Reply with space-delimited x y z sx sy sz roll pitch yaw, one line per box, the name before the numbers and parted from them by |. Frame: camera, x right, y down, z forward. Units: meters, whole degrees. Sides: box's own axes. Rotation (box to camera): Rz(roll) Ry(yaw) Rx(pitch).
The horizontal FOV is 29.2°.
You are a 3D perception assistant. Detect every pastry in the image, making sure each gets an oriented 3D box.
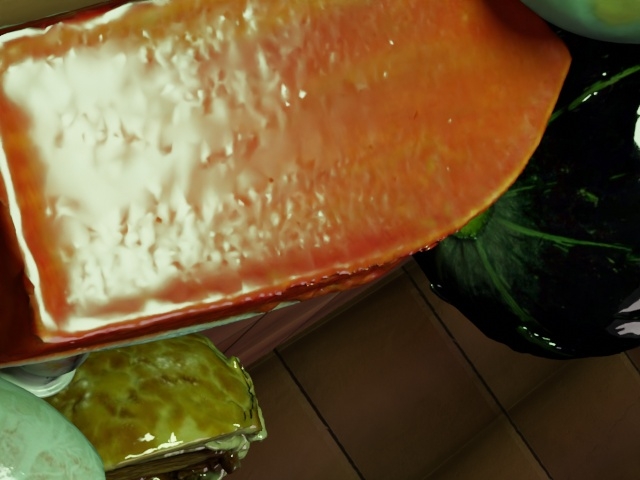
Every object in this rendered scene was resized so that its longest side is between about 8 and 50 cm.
pastry | -0.183 0.149 1.092 0.256 0.170 0.237 -4 159 -20

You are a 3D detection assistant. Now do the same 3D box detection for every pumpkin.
pumpkin | 0.213 -0.057 0.973 0.296 0.296 0.296 -34 174 -4

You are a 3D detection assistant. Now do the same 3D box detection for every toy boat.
toy boat | -0.027 -0.044 0.534 0.332 0.145 0.133 -18 -174 -39

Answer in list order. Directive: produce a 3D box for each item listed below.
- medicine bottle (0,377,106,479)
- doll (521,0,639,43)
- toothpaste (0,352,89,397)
medicine bottle | -0.231 0.151 0.770 0.147 0.143 0.147 -37 -154 22
doll | 0.190 -0.182 0.575 0.177 0.161 0.261 -41 169 36
toothpaste | -0.148 0.013 0.749 0.100 0.066 0.323 -25 165 -32
